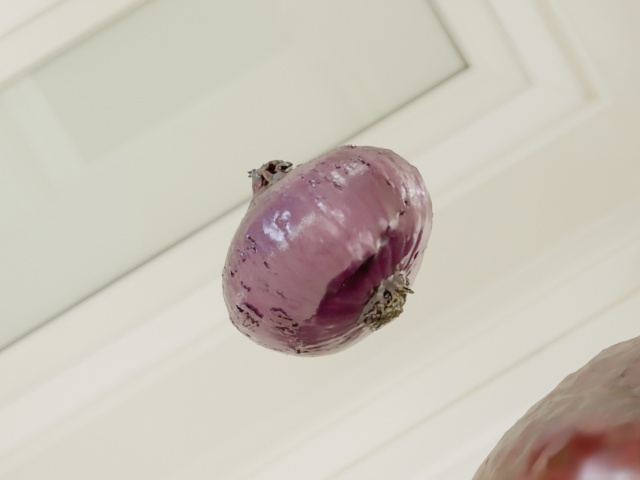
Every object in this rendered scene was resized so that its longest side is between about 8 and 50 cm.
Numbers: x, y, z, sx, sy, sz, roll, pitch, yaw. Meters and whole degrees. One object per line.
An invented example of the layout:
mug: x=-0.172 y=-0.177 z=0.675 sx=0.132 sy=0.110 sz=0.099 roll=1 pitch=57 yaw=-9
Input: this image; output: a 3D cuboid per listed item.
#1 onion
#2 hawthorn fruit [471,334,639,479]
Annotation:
onion: x=0.000 y=0.000 z=0.840 sx=0.104 sy=0.115 sz=0.115 roll=52 pitch=-4 yaw=26
hawthorn fruit: x=0.242 y=0.232 z=0.896 sx=0.403 sy=0.403 sz=0.403 roll=59 pitch=-1 yaw=2
